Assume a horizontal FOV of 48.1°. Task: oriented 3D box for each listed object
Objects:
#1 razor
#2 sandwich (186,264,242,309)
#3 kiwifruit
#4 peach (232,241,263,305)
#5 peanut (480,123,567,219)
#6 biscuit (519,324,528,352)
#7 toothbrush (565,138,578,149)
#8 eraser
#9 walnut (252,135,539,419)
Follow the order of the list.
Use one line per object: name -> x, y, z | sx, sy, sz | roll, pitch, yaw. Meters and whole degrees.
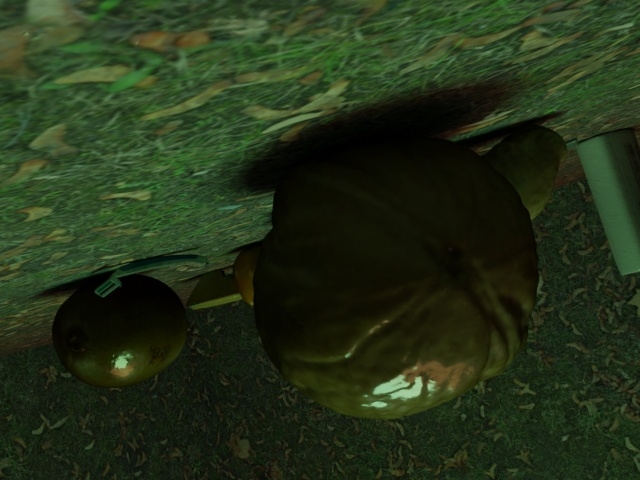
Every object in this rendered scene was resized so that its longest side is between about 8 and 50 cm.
razor -> -0.263, 0.044, 1.146 | 0.191, 0.037, 0.068 | -16, 172, -42
sandwich -> -0.230, 0.107, 1.815 | 0.245, 0.088, 0.090 | -14, 167, 5
kiwifruit -> -0.339, 0.153, 1.214 | 0.196, 0.195, 0.234 | -18, 180, 18
peach -> -0.108, 0.066, 1.439 | 0.138, 0.138, 0.138 | -17, 176, -1
peanut -> 0.209, -0.064, 0.952 | 0.253, 0.137, 0.122 | -20, 173, 4
biscuit -> 0.144, 0.101, 1.271 | 0.368, 0.394, 0.076 | -18, 145, 8
toothbrush -> 0.409, -0.157, 1.356 | 0.167, 0.014, 0.011 | -21, -177, 42
eraser -> 0.605, -0.079, 1.416 | 0.174, 0.270, 0.095 | -12, 172, -46
walnut -> 0.070, 0.036, 0.759 | 0.333, 0.332, 0.333 | -17, 176, -1
